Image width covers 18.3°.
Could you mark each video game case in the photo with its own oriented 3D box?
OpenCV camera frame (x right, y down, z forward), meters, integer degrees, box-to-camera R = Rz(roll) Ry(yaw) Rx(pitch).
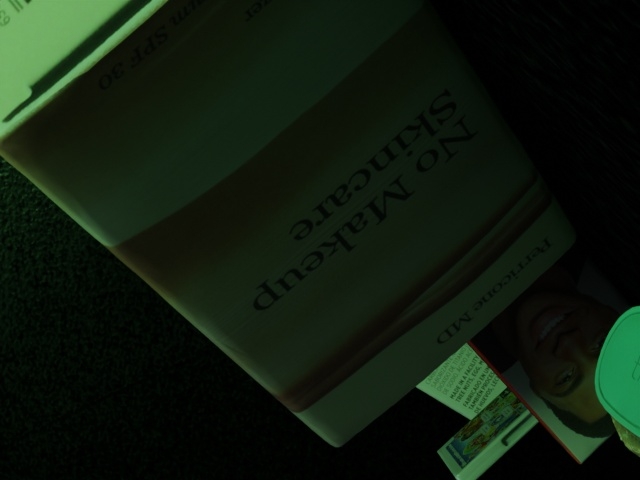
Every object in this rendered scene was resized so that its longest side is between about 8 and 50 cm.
[{"bbox_3d":[0.119,0.090,1.131,0.011,0.122,0.087,48,180,-5],"label":"video game case"}]

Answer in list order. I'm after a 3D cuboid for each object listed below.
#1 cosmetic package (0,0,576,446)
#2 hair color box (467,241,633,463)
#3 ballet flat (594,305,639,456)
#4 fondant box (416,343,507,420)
[{"bbox_3d":[-0.028,-0.053,0.769,0.129,0.153,0.296,48,-178,34],"label":"cosmetic package"},{"bbox_3d":[0.101,0.031,0.942,0.141,0.072,0.043,46,180,-21],"label":"hair color box"},{"bbox_3d":[0.155,0.070,0.589,0.067,0.073,0.206,17,-164,-24],"label":"ballet flat"},{"bbox_3d":[0.000,0.000,1.401,0.330,0.096,0.238,32,-177,-10],"label":"fondant box"}]
